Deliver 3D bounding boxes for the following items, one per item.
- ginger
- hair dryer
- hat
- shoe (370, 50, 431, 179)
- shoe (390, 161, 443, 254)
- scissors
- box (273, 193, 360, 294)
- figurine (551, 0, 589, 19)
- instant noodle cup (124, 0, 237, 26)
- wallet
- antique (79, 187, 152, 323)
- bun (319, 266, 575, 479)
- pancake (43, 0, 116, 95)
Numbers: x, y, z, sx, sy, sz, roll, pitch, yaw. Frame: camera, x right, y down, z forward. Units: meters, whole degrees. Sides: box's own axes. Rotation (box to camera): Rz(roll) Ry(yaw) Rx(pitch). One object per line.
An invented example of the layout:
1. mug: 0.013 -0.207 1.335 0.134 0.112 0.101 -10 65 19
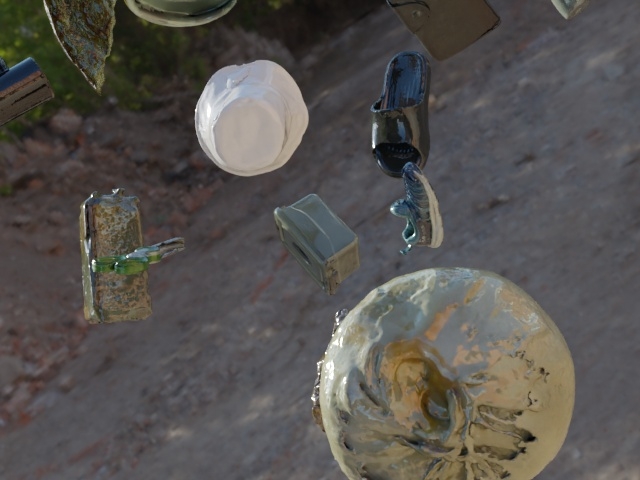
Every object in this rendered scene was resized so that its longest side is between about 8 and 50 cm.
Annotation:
1. ginger: 0.039 0.260 2.103 0.084 0.122 0.290 -14 47 32
2. hair dryer: -0.522 -0.281 1.552 0.128 0.255 0.070 -36 -11 -15
3. hat: -0.114 -0.183 1.681 0.203 0.203 0.126 -32 20 11
4. shoe: 0.134 -0.230 1.840 0.108 0.241 0.093 -2 -15 33
5. shoe: 0.139 -0.050 1.538 0.071 0.143 0.064 -17 29 -7
6. scissors: -0.304 0.026 1.806 0.101 0.027 0.204 6 15 28
7. box: 0.000 0.000 1.893 0.093 0.172 0.124 -35 -26 -14
8. figurine: 0.334 -0.550 1.704 0.224 0.382 0.205 -57 -15 21
9. instant noodle cup: -0.189 -0.415 1.348 0.216 0.236 0.215 -5 -18 -2
10. wallet: 0.238 -0.507 2.154 0.172 0.318 0.045 -32 47 16
11. antique: -0.440 0.033 2.203 0.125 0.284 0.150 -4 -2 -22
12. bun: 0.136 0.167 1.119 0.287 0.287 0.146 -33 3 9
13. pancake: -0.507 -0.488 2.170 0.197 0.376 0.054 -6 21 33
